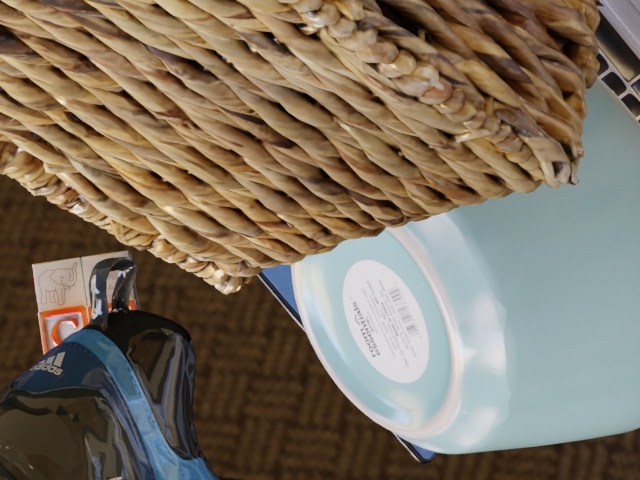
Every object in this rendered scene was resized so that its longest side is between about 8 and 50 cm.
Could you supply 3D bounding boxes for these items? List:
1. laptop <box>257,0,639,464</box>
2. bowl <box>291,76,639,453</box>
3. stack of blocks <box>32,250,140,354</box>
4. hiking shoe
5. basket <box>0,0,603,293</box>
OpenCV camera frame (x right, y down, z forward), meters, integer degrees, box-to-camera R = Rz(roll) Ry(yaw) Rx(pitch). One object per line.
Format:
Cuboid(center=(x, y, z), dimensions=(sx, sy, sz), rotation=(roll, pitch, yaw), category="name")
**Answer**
Cuboid(center=(0.137, -0.113, 1.536), dimensions=(0.408, 0.382, 0.236), rotation=(-37, 8, 25), category="laptop")
Cuboid(center=(0.095, 0.023, 1.340), dimensions=(0.163, 0.311, 0.311), rotation=(-24, 44, -33), category="bowl")
Cuboid(center=(-0.208, 0.102, 1.801), dimensions=(0.087, 0.297, 0.171), rotation=(-8, 89, -5), category="stack of blocks")
Cuboid(center=(-0.041, 0.159, 0.729), dimensions=(0.113, 0.304, 0.132), rotation=(16, 53, 39), category="hiking shoe")
Cuboid(center=(-0.052, -0.142, 0.802), dimensions=(0.223, 0.299, 0.213), rotation=(-18, 54, 44), category="basket")
